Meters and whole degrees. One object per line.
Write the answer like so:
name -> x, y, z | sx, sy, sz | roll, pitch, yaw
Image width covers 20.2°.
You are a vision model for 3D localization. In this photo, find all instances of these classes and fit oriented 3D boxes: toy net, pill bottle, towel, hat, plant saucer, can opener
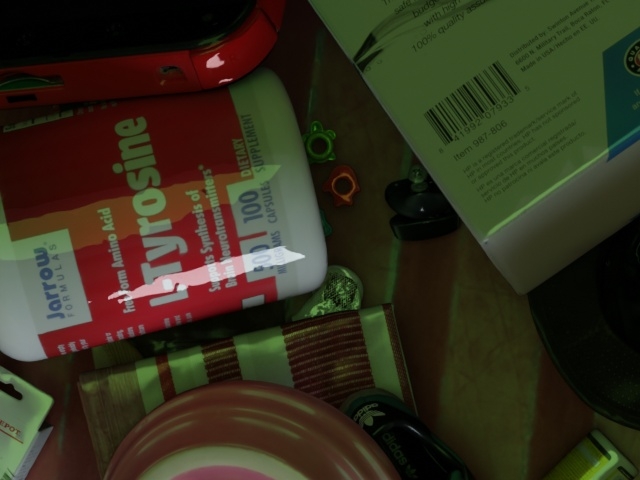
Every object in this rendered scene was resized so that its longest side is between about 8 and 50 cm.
toy net -> 0.000, 0.000, 1.874 | 0.122, 0.045, 0.232 | -22, 87, 4
pill bottle -> -0.214, -0.015, 1.726 | 0.408, 0.229, 0.229 | -14, 86, -5
towel -> -0.062, 0.210, 1.832 | 0.329, 0.037, 0.237 | -13, 98, -4
hat -> 0.352, 0.037, 1.785 | 0.331, 0.134, 0.331 | 0, 78, -1
pill bottle -> 0.260, 0.251, 1.820 | 0.116, 0.065, 0.065 | -44, 84, 3
plant saucer -> -0.071, 0.303, 1.726 | 0.332, 0.084, 0.332 | 4, 104, 17
can opener -> 0.157, -0.057, 1.856 | 0.186, 0.073, 0.059 | -17, 47, 3

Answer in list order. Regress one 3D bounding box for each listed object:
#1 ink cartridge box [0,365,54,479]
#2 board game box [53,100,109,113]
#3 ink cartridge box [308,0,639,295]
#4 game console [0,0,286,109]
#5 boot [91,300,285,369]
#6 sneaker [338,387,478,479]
ink cartridge box -> -0.356, 0.219, 1.899 | 0.104, 0.060, 0.180 | 30, 92, 8
board game box -> -0.194, -0.136, 1.898 | 0.170, 0.048, 0.141 | -12, 88, 6
ink cartridge box -> 0.187, -0.195, 1.731 | 0.285, 0.166, 0.395 | -35, 62, 4
game console -> -0.207, -0.274, 1.788 | 0.387, 0.060, 0.342 | -3, 48, 19
boot -> -0.145, 0.070, 1.882 | 0.207, 0.090, 0.248 | -11, 85, -6
sneaker -> 0.125, 0.280, 1.779 | 0.108, 0.121, 0.302 | -41, 99, 0
